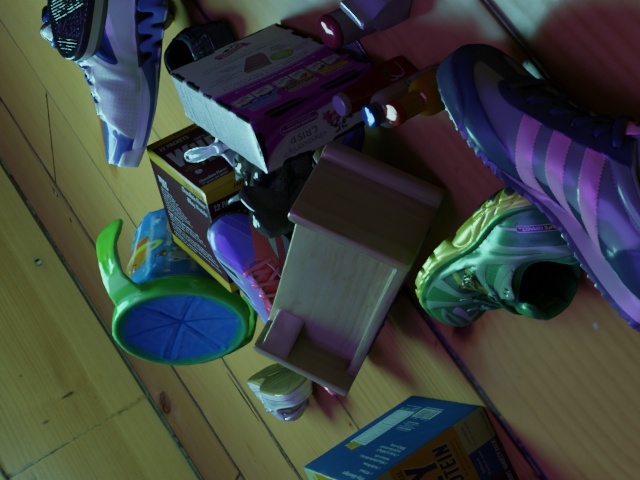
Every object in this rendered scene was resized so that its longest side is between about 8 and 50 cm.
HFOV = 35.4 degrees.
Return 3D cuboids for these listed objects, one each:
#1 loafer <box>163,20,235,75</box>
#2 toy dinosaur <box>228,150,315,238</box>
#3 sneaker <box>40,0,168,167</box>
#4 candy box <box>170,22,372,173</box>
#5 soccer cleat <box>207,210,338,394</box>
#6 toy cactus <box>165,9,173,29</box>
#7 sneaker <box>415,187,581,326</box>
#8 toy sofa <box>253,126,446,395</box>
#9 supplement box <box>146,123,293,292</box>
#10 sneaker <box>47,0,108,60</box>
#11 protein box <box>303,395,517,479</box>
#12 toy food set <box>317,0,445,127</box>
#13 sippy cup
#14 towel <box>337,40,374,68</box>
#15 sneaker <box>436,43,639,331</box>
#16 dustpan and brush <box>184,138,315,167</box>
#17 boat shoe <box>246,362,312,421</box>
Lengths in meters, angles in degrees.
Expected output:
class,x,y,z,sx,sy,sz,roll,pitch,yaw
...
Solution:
class,x,y,z,sx,sy,sz,roll,pitch,yaw
loafer,-0.196,-0.275,1.477,0.223,0.078,0.076,1,117,64
toy dinosaur,-0.050,-0.072,1.265,0.313,0.121,0.160,-108,19,-65
sneaker,-0.328,-0.280,1.502,0.127,0.182,0.315,-100,19,-62
candy box,-0.056,-0.173,1.179,0.233,0.159,0.071,38,151,52
soccer cleat,-0.049,0.091,1.467,0.318,0.109,0.116,52,-165,-19
toy cactus,-0.306,-0.397,1.561,0.180,0.112,0.219,47,147,8
sneaker,0.184,0.037,1.008,0.123,0.109,0.295,59,157,15
toy sofa,0.036,0.028,1.260,0.150,0.177,0.362,26,146,5
supplement box,-0.154,-0.062,1.576,0.191,0.129,0.194,37,148,44
sneaker,-0.263,-0.380,1.348,0.124,0.178,0.295,10,95,45
protein box,0.120,0.325,1.360,0.136,0.201,0.200,63,157,-7
toy food set,0.049,-0.192,1.024,0.232,0.105,0.111,50,155,24
sippy cup,-0.245,0.067,1.767,0.305,0.240,0.224,81,-178,-51
towel,0.045,-0.195,1.156,0.083,0.009,0.060,59,157,5
sneaker,0.229,-0.074,0.820,0.319,0.112,0.131,50,138,18
dustpan and brush,-0.119,-0.141,1.432,0.211,0.060,0.147,-6,112,50
boat shoe,-0.058,0.284,1.837,0.096,0.098,0.277,62,167,-4
